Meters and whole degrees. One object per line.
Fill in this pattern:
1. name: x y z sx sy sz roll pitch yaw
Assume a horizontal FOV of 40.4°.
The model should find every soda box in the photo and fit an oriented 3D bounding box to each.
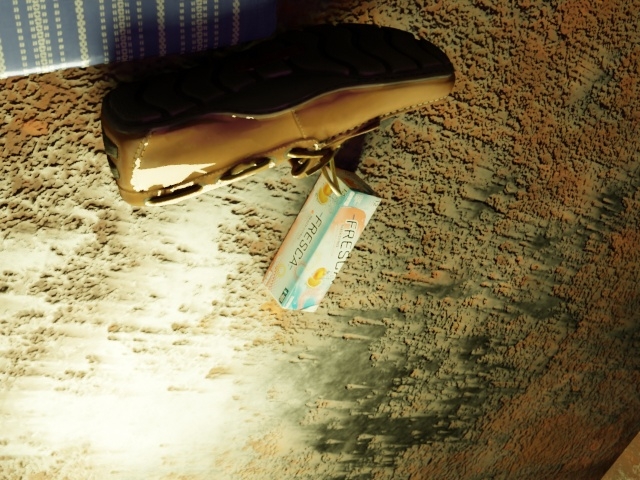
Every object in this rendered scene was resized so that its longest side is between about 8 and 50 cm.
1. soda box: 0.000 0.000 1.101 0.058 0.063 0.183 11 117 -42

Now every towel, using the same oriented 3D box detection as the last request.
1. towel: -0.189 -0.264 0.741 0.336 0.040 0.243 -13 133 -20

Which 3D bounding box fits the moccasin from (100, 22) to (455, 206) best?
1. moccasin: -0.033 -0.125 0.914 0.380 0.139 0.147 -23 136 -20
